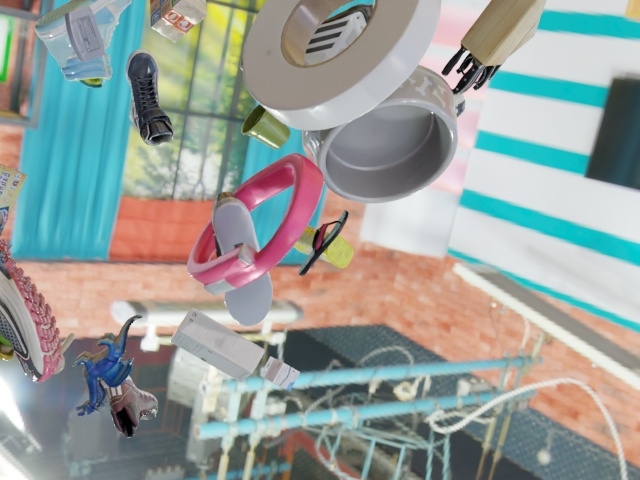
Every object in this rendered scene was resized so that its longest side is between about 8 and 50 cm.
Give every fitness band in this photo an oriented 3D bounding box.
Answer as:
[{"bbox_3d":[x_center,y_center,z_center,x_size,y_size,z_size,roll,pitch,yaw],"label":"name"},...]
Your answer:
[{"bbox_3d":[-0.105,-0.026,1.215,0.054,0.209,0.291,37,147,-23],"label":"fitness band"}]

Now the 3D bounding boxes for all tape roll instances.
[{"bbox_3d":[0.028,-0.377,1.437,0.392,0.392,0.072,23,171,44],"label":"tape roll"}]

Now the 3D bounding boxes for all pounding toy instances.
[{"bbox_3d":[-0.700,0.225,1.840,0.237,0.110,0.183,40,-172,-18],"label":"pounding toy"}]

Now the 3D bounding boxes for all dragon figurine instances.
[{"bbox_3d":[-0.522,0.314,2.022,0.144,0.289,0.085,49,178,-11],"label":"dragon figurine"}]

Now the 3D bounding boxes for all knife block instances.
[{"bbox_3d":[0.384,-0.458,1.826,0.088,0.242,0.275,48,171,15],"label":"knife block"}]

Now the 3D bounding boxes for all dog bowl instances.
[{"bbox_3d":[0.137,-0.217,1.733,0.349,0.349,0.102,7,-132,-23],"label":"dog bowl"}]

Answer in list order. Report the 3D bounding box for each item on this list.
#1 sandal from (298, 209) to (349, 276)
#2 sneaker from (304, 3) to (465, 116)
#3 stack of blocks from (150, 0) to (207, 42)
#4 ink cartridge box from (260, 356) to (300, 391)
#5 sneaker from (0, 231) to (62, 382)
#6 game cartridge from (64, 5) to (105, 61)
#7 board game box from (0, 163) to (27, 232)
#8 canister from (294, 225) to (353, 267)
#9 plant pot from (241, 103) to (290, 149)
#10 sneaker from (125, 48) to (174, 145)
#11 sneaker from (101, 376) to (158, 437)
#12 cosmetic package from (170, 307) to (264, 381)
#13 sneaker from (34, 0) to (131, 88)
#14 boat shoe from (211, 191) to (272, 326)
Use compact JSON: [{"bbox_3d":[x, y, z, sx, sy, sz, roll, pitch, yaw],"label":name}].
[{"bbox_3d":[0.000,0.000,1.774,0.040,0.179,0.067,39,180,-6],"label":"sandal"},{"bbox_3d":[0.162,-0.454,2.023,0.447,0.257,0.169,11,-155,4],"label":"sneaker"},{"bbox_3d":[-0.377,-0.703,2.170,0.087,0.171,0.297,27,-139,-42],"label":"stack of blocks"},{"bbox_3d":[-0.086,0.285,1.709,0.028,0.048,0.083,20,167,41],"label":"ink cartridge box"},{"bbox_3d":[-0.480,0.078,1.161,0.112,0.299,0.121,-33,180,-6],"label":"sneaker"},{"bbox_3d":[-0.393,-0.342,1.332,0.017,0.083,0.056,2,-154,34],"label":"game cartridge"},{"bbox_3d":[-0.768,-0.065,1.754,0.042,0.243,0.165,20,176,39],"label":"board game box"},{"bbox_3d":[-0.005,0.010,2.341,0.170,0.073,0.126,19,164,38],"label":"canister"},{"bbox_3d":[-0.104,-0.227,1.629,0.079,0.083,0.083,36,180,-26],"label":"plant pot"},{"bbox_3d":[-0.413,-0.337,1.956,0.086,0.226,0.163,-15,-133,-22],"label":"sneaker"},{"bbox_3d":[-0.549,0.511,2.330,0.106,0.281,0.162,-23,-125,4],"label":"sneaker"},{"bbox_3d":[-0.279,0.284,2.162,0.231,0.085,0.117,32,151,-6],"label":"cosmetic package"},{"bbox_3d":[-0.562,-0.506,2.017,0.127,0.208,0.319,3,-144,32],"label":"sneaker"},{"bbox_3d":[-0.131,0.027,1.276,0.080,0.228,0.076,-16,-151,-6],"label":"boat shoe"}]
